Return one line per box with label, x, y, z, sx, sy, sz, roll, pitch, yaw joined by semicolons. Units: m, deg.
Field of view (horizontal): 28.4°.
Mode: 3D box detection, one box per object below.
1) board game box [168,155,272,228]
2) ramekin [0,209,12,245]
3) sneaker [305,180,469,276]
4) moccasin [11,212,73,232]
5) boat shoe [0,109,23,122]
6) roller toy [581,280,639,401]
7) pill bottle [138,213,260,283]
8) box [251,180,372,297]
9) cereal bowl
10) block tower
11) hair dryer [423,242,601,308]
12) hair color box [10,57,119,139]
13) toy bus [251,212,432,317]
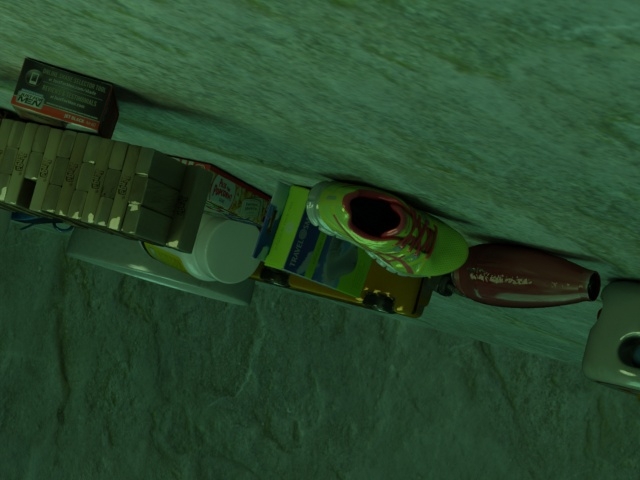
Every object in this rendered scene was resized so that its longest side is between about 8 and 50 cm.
board game box;-0.169;-0.070;1.730;0.146;0.045;0.193;13;174;26
ramekin;-0.560;-0.066;1.773;0.135;0.277;0.277;3;168;29
sneaker;0.089;-0.010;1.457;0.208;0.081;0.094;19;171;-22
moccasin;-0.371;-0.066;1.885;0.342;0.138;0.117;13;178;37
boat shoe;-0.425;-0.143;1.676;0.073;0.073;0.207;-28;159;20
roller toy;0.437;0.143;1.624;0.191;0.146;0.209;19;174;-24
pill bottle;-0.183;-0.005;1.912;0.119;0.119;0.208;21;180;-37
box;0.000;0.000;1.630;0.042;0.109;0.178;16;175;43
cereal bowl;-0.267;0.006;2.234;0.339;0.141;0.339;16;174;2
block tower;-0.283;-0.068;1.332;0.335;0.091;0.097;12;174;26
hair dryer;0.273;0.043;1.628;0.223;0.080;0.293;1;-177;-12
hair color box;-0.266;-0.138;1.333;0.093;0.053;0.167;17;173;-5
toy bus;0.020;0.036;1.908;0.332;0.108;0.130;13;174;28
